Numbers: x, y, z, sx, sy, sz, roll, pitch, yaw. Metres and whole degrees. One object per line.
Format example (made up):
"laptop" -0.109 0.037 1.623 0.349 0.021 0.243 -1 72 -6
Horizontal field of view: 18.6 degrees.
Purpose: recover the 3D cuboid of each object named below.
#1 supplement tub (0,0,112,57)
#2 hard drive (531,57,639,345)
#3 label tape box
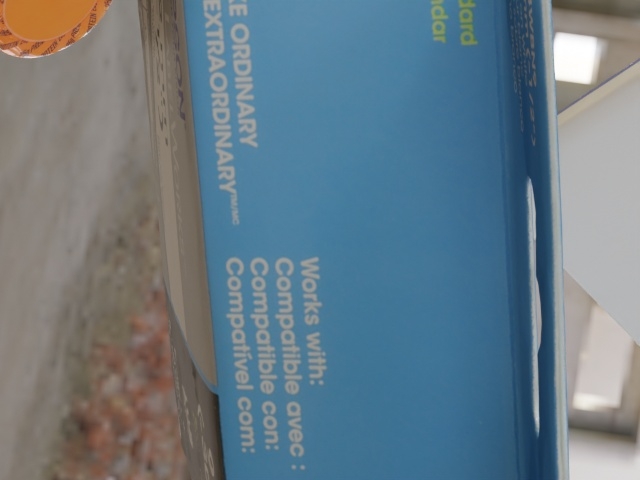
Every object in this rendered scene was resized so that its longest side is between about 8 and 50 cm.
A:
"supplement tub" -0.206 -0.199 1.166 0.190 0.117 0.117 48 -33 33
"hard drive" 0.278 -0.042 1.221 0.318 0.210 0.040 -34 -165 46
"label tape box" 0.000 0.000 0.732 0.348 0.115 0.249 -121 -153 -77
